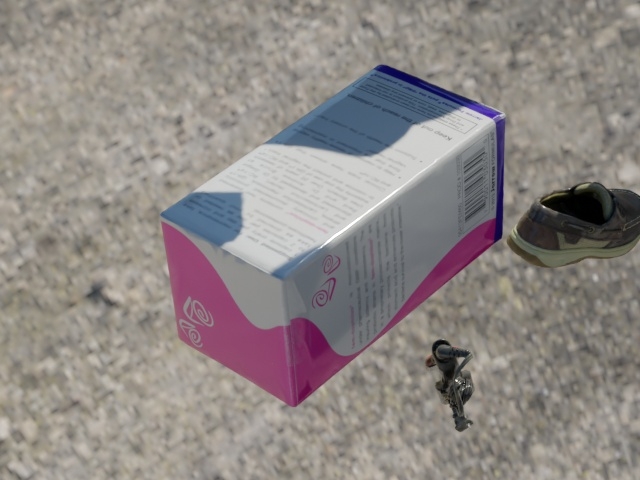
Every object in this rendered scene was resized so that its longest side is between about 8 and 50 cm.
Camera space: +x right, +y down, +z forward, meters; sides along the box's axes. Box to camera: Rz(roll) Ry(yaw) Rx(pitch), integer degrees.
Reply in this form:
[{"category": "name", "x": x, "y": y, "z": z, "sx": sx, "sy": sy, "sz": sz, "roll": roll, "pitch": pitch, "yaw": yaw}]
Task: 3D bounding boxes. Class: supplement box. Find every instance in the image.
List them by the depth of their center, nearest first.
[{"category": "supplement box", "x": 0.013, "y": -0.008, "z": 1.058, "sx": 0.114, "sy": 0.111, "sz": 0.220, "roll": 26, "pitch": 47, "yaw": 32}]

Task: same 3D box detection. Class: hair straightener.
[{"category": "hair straightener", "x": 0.142, "y": 0.144, "z": 1.605, "sx": 0.047, "sy": 0.230, "sz": 0.089, "roll": -22, "pitch": 79, "yaw": -4}]

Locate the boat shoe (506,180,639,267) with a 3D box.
[{"category": "boat shoe", "x": 0.199, "y": -0.017, "z": 1.175, "sx": 0.056, "sy": 0.049, "sz": 0.152, "roll": 42, "pitch": 37, "yaw": 25}]
